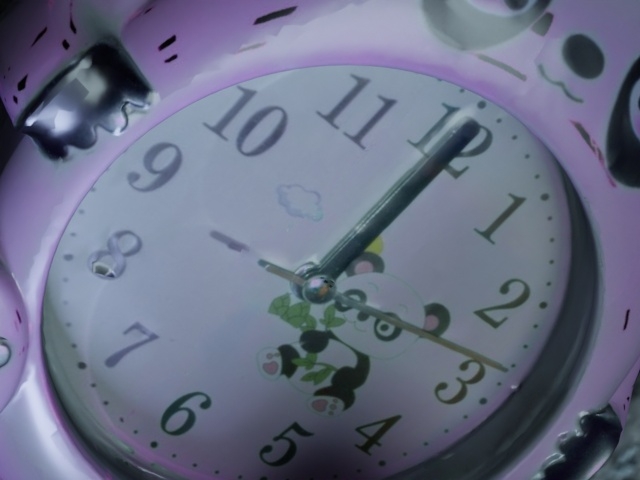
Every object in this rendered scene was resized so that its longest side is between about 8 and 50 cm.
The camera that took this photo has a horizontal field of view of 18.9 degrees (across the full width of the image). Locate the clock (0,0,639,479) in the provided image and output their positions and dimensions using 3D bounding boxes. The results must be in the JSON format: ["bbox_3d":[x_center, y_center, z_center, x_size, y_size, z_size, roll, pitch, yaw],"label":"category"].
[{"bbox_3d":[0.000,0.000,0.557,0.227,0.090,0.248,36,107,-26],"label":"clock"}]
